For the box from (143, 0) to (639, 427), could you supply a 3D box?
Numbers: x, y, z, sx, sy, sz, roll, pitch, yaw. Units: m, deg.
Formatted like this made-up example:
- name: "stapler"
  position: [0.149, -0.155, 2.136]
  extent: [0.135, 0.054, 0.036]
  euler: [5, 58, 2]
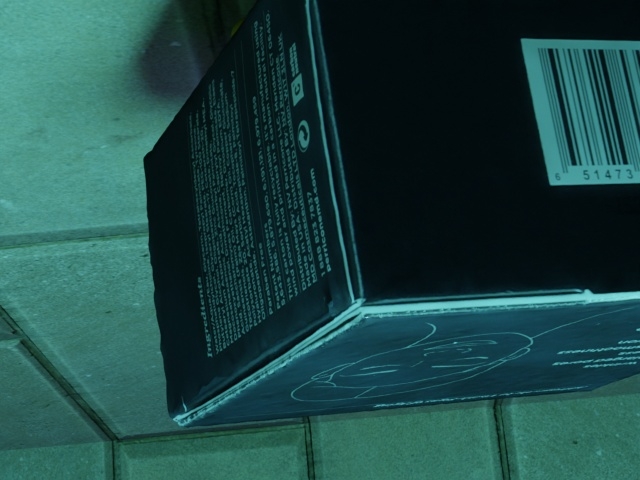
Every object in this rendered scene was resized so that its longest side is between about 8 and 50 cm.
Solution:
- name: "box"
  position: [0.138, -0.025, 1.239]
  extent: [0.480, 0.297, 0.472]
  euler: [-2, 163, -22]

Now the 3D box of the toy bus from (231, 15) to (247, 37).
- name: "toy bus"
  position: [0.082, -0.207, 1.350]
  extent: [0.333, 0.108, 0.130]
  euler: [-18, 155, 33]
